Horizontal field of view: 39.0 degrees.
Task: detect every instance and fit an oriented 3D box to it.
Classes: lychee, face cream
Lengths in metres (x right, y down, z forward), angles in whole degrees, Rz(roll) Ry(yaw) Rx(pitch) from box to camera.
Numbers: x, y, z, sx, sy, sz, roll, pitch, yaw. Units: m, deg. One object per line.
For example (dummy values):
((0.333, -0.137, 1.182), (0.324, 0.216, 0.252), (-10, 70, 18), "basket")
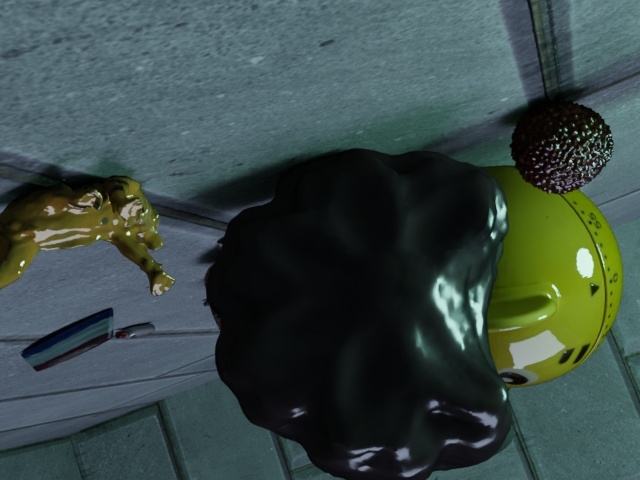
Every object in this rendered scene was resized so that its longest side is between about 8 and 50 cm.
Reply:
((0.301, -0.118, 1.142), (0.123, 0.123, 0.129), (-27, 159, 36), "lychee")
((-0.350, 0.173, 1.697), (0.040, 0.021, 0.083), (-27, 167, 31), "face cream")

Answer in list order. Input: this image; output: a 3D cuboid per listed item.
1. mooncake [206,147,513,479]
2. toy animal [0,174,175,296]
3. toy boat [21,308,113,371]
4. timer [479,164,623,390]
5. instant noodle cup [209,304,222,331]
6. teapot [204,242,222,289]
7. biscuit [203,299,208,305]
((0.057, 0.081, 1.013), (0.351, 0.381, 0.212), (-8, 164, 2), "mooncake")
((-0.244, -0.010, 0.794), (0.255, 0.114, 0.116), (-7, -153, -35), "toy animal")
((-0.412, 0.168, 1.505), (0.229, 0.046, 0.080), (-24, 166, 34), "toy boat")
((0.248, 0.068, 1.343), (0.387, 0.376, 0.376), (-21, 173, -39), "timer")
((-0.052, 0.107, 1.536), (0.212, 0.193, 0.193), (-30, 168, 10), "instant noodle cup")
((-0.091, 0.049, 1.353), (0.159, 0.116, 0.245), (-31, 176, 0), "teapot")
((-0.117, 0.094, 1.738), (0.144, 0.016, 0.203), (-26, 168, 30), "biscuit")
